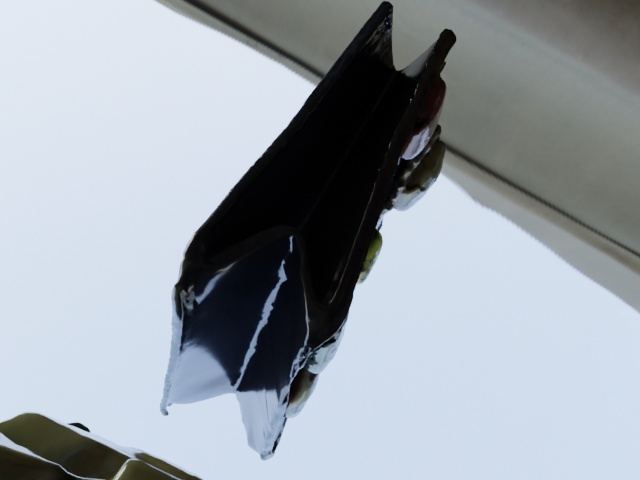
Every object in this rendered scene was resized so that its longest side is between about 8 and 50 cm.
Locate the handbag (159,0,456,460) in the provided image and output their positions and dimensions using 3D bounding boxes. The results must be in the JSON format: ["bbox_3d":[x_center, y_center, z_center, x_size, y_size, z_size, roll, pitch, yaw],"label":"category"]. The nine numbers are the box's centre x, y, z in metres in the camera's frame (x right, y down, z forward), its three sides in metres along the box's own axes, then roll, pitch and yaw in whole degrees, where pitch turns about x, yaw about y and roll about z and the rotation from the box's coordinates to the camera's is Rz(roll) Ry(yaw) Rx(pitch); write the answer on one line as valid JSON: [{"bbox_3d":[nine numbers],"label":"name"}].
[{"bbox_3d":[0.000,0.000,0.768,0.122,0.303,0.329,29,-120,5],"label":"handbag"}]

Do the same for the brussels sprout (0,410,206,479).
[{"bbox_3d":[-0.169,0.296,0.521,0.425,0.342,0.360,29,-106,-13],"label":"brussels sprout"}]
